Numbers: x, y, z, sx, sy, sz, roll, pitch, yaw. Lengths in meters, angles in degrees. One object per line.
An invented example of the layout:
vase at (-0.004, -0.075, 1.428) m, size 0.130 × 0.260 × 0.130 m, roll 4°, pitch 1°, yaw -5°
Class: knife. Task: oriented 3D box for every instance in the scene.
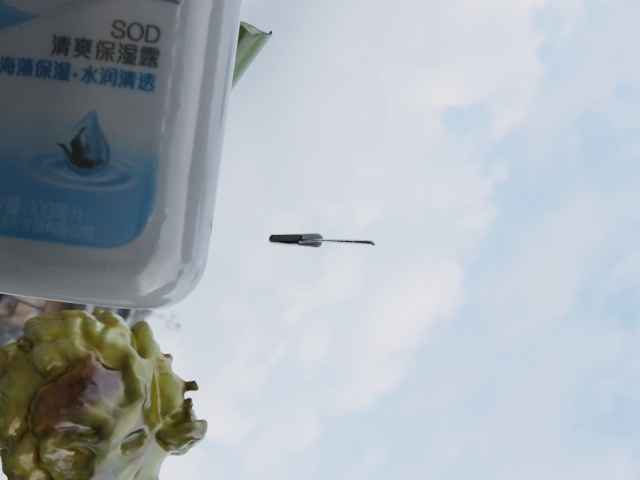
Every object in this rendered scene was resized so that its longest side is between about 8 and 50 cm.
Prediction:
knife at (0.000, 0.000, 0.672) m, size 0.170 × 0.023 × 0.010 m, roll -177°, pitch -94°, yaw -69°

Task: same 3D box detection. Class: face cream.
face cream at (-0.117, -0.139, 0.522) m, size 0.080 × 0.163 × 0.336 m, roll 18°, pitch 80°, yaw -85°

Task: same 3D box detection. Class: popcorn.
popcorn at (-0.225, 0.169, 0.997) m, size 0.169 × 0.189 × 0.218 m, roll 23°, pitch -51°, yaw 53°

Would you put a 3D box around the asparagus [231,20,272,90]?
asparagus at (-0.143, -0.142, 1.102) m, size 0.060 × 0.067 × 0.277 m, roll -4°, pitch -128°, yaw 60°
